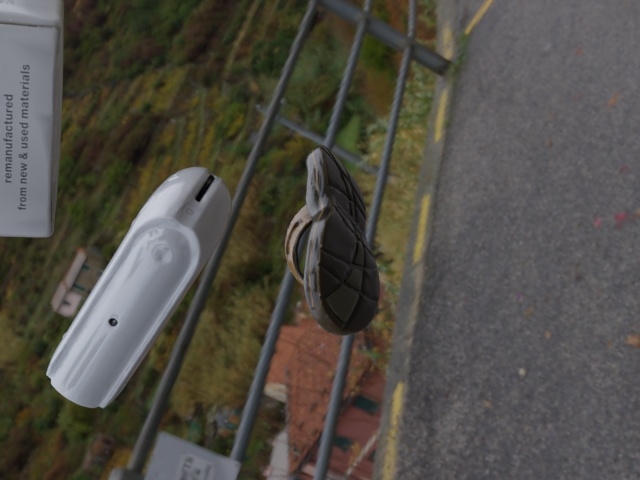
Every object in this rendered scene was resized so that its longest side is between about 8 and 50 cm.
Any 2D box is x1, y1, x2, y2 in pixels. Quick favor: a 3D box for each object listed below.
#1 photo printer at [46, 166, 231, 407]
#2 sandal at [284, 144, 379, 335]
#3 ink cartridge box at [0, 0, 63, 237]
[{"bbox_3d":[-0.228,0.044,1.134,0.307,0.107,0.256,-55,9,17],"label":"photo printer"},{"bbox_3d":[0.000,0.000,0.695,0.060,0.090,0.219,-28,38,18],"label":"sandal"},{"bbox_3d":[-0.282,-0.103,0.435,0.207,0.283,0.117,-117,34,-56],"label":"ink cartridge box"}]
